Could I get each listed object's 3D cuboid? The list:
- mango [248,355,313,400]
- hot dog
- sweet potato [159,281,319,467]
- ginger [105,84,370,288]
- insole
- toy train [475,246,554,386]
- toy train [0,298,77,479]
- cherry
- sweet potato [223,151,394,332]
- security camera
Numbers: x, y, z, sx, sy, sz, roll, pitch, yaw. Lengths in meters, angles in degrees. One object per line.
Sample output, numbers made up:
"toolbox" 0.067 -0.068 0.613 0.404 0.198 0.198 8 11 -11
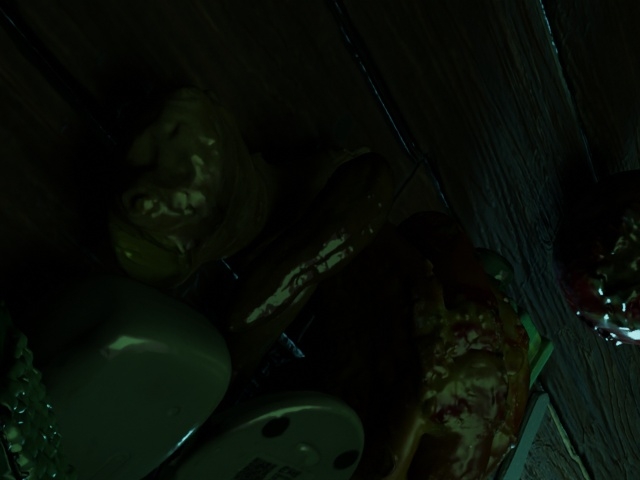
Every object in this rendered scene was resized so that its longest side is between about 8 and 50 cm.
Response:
"mango" -0.036 0.163 1.035 0.190 0.075 0.098 -51 150 -45
"hot dog" 0.080 0.096 1.009 0.150 0.153 0.256 22 59 -54
"sweet potato" -0.065 0.084 0.948 0.059 0.069 0.249 29 94 -46
"ginger" -0.053 -0.042 0.882 0.294 0.086 0.131 -12 112 -62
"insole" 0.239 0.273 1.587 0.063 0.010 0.192 4 107 -57
"toy train" 0.093 0.154 1.187 0.300 0.120 0.202 -57 150 -12
"toy train" -0.208 0.173 0.709 0.154 0.115 0.269 -13 116 -1
"cherry" 0.358 0.016 1.427 0.175 0.192 0.250 -37 174 30
"sweet potato" 0.000 0.000 0.882 0.182 0.054 0.053 -45 167 -27
"security camera" -0.092 0.121 0.862 0.157 0.080 0.301 -44 136 13
